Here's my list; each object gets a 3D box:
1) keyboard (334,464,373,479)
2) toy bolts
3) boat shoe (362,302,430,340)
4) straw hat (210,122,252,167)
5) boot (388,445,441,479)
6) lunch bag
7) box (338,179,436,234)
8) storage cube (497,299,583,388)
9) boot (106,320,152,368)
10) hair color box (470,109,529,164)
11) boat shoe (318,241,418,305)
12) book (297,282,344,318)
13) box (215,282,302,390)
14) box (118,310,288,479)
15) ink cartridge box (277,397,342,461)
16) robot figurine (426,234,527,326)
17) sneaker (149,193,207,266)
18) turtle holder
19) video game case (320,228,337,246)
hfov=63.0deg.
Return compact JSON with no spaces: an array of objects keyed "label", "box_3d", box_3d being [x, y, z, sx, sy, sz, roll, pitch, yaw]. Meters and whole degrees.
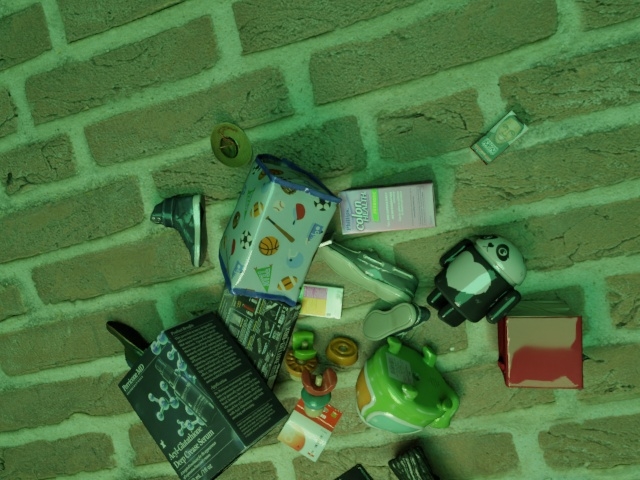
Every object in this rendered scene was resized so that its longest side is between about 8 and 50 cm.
[{"label":"keyboard","box_3d":[0.089,0.805,1.678,0.180,0.023,0.108,-40,83,15]},{"label":"toy bolts","box_3d":[0.004,0.408,1.557,0.218,0.228,0.158,4,123,-8]},{"label":"boat shoe","box_3d":[0.211,0.230,1.495,0.079,0.254,0.095,8,63,-28]},{"label":"straw hat","box_3d":[-0.280,-0.276,1.571,0.061,0.144,0.144,-21,94,52]},{"label":"boot","box_3d":[0.285,0.781,1.569,0.260,0.131,0.348,54,144,27]},{"label":"lunch bag","box_3d":[-0.135,-0.051,1.440,0.239,0.385,0.327,18,102,-27]},{"label":"box","box_3d":[0.189,-0.094,1.427,0.243,0.213,0.117,-5,97,13]},{"label":"storage cube","box_3d":[0.590,0.275,1.417,0.215,0.184,0.193,-3,96,12]},{"label":"boot","box_3d":[-0.633,0.360,1.727,0.219,0.082,0.106,33,100,3]},{"label":"hair color box","box_3d":[0.487,-0.279,1.428,0.141,0.043,0.072,-44,87,13]},{"label":"boat shoe","box_3d":[0.140,0.079,1.537,0.320,0.116,0.099,31,67,10]},{"label":"book","box_3d":[-0.005,0.183,1.601,0.144,0.035,0.096,7,96,10]},{"label":"box","box_3d":[-0.217,0.286,1.605,0.243,0.076,0.307,23,102,24]},{"label":"box","box_3d":[-0.344,0.462,1.522,0.395,0.212,0.293,49,118,14]},{"label":"ink cartridge box","box_3d":[-0.033,0.592,1.660,0.145,0.045,0.179,30,105,5]},{"label":"robot figurine","box_3d":[0.424,0.110,1.426,0.278,0.173,0.209,-45,85,13]},{"label":"sneaker","box_3d":[-0.440,-0.027,1.621,0.164,0.086,0.226,-3,88,1]},{"label":"turtle holder","box_3d":[0.243,0.434,1.507,0.227,0.320,0.243,-51,52,29]},{"label":"video game case","box_3d":[0.000,0.000,1.526,0.087,0.122,0.011,-20,102,13]}]
